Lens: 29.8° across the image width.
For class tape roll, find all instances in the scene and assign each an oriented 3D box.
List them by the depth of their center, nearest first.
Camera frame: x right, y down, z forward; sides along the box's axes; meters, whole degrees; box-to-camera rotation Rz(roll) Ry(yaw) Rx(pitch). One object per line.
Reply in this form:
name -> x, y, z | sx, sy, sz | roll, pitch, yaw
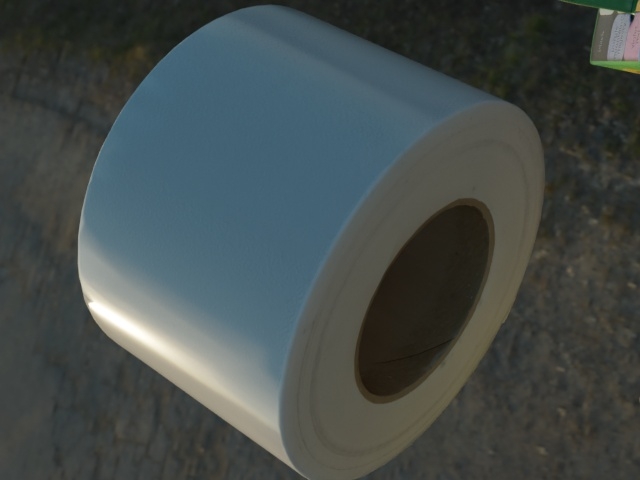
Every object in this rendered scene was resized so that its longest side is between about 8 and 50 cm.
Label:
tape roll -> 0.000, 0.000, 0.728 | 0.169, 0.246, 0.246 | 30, 103, 32

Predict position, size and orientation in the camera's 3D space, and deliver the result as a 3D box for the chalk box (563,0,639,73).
chalk box -> 0.330, -0.207, 0.938 | 0.179, 0.289, 0.180 | -126, 46, -79
